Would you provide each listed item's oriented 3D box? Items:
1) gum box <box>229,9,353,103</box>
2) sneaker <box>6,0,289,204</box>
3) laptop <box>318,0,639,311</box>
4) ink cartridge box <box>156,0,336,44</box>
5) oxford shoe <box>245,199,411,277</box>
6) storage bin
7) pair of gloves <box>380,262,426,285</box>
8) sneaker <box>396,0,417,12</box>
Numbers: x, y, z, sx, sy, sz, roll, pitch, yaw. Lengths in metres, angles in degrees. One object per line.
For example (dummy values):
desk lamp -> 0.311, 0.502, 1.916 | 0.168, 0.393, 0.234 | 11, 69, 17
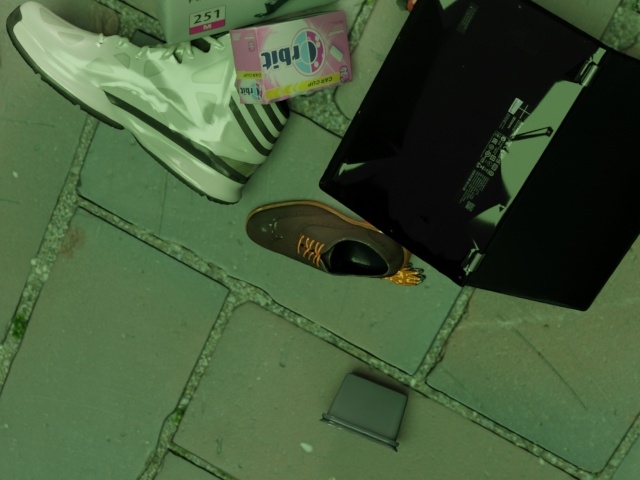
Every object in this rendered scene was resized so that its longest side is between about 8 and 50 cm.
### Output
gum box -> -0.036, -0.270, 1.633 | 0.062, 0.188, 0.107 | 8, 113, 46
sneaker -> -0.240, -0.281, 1.714 | 0.447, 0.169, 0.257 | 36, 103, -6
laptop -> 0.285, -0.137, 1.599 | 0.408, 0.236, 0.382 | 35, 112, 16
ink cartridge box -> -0.088, -0.384, 1.528 | 0.275, 0.239, 0.060 | -18, 73, -13
oxford shoe -> 0.000, 0.000, 1.739 | 0.271, 0.098, 0.096 | 10, 109, 17
storage bin -> 0.079, 0.276, 1.814 | 0.135, 0.098, 0.091 | 22, 83, 9
pair of gloves -> 0.132, 0.031, 1.763 | 0.074, 0.010, 0.083 | 8, 107, 13
sneaker -> 0.213, -0.302, 1.595 | 0.135, 0.097, 0.276 | -28, 96, 23
